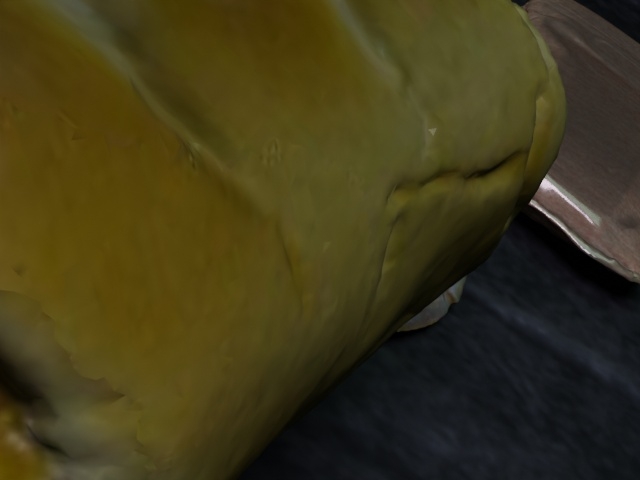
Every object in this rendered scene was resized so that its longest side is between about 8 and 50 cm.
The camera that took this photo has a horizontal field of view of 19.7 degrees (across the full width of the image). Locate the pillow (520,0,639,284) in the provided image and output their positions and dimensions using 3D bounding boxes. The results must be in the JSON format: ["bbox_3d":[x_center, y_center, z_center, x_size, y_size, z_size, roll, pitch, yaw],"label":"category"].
[{"bbox_3d":[0.135,-0.057,0.927,0.135,0.034,0.211,36,34,5],"label":"pillow"}]

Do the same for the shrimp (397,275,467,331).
[{"bbox_3d":[0.000,0.000,0.741,0.101,0.042,0.190,54,37,10],"label":"shrimp"}]

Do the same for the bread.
[{"bbox_3d":[-0.117,-0.050,0.531,0.300,0.210,0.341,42,47,14],"label":"bread"}]
